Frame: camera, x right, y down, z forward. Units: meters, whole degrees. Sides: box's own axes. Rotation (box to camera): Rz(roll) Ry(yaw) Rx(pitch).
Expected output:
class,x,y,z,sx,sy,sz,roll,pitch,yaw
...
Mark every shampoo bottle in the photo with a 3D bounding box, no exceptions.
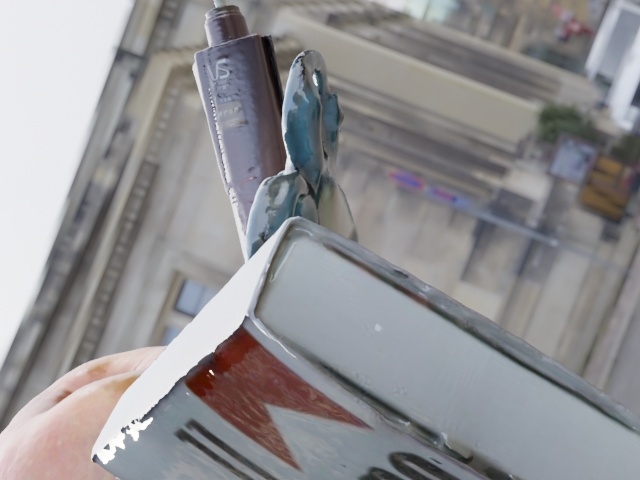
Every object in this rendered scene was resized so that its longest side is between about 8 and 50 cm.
class,x,y,z,sx,sy,sz,roll,pitch,yaw
shampoo bottle,-0.057,-0.105,1.309,0.067,0.068,0.236,103,153,-82

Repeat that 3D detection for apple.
class,x,y,z,sx,sy,sz,roll,pitch,yaw
apple,-0.092,0.143,0.920,0.209,0.164,0.209,-28,3,2

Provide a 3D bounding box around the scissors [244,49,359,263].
class,x,y,z,sx,sy,sz,roll,pitch,yaw
scissors,0.000,0.000,0.962,0.289,0.041,0.138,67,-148,-68

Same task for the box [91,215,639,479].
class,x,y,z,sx,sy,sz,roll,pitch,yaw
box,0.008,0.061,0.454,0.036,0.115,0.177,-61,7,-25
